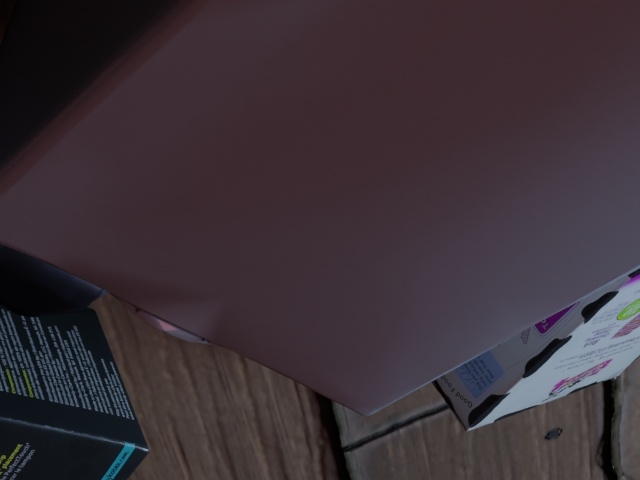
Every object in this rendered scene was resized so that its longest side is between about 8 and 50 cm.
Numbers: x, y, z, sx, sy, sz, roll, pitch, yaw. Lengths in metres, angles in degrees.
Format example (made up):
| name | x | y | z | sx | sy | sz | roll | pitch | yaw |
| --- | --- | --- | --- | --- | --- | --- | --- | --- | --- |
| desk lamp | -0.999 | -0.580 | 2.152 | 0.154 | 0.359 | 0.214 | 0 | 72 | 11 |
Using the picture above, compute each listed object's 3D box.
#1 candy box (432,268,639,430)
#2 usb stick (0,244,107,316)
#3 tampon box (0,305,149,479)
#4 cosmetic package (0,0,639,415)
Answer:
| name | x | y | z | sx | sy | sz | roll | pitch | yaw |
| --- | --- | --- | --- | --- | --- | --- | --- | --- | --- |
| candy box | 0.172 | -0.004 | 0.930 | 0.159 | 0.071 | 0.233 | -11 | 150 | -48 |
| usb stick | -0.195 | -0.036 | 0.759 | 0.077 | 0.045 | 0.278 | -10 | 150 | 33 |
| tampon box | -0.191 | 0.092 | 0.860 | 0.161 | 0.101 | 0.120 | 19 | 121 | -40 |
| cosmetic package | 0.054 | -0.096 | 0.623 | 0.217 | 0.156 | 0.385 | 29 | 143 | -26 |
